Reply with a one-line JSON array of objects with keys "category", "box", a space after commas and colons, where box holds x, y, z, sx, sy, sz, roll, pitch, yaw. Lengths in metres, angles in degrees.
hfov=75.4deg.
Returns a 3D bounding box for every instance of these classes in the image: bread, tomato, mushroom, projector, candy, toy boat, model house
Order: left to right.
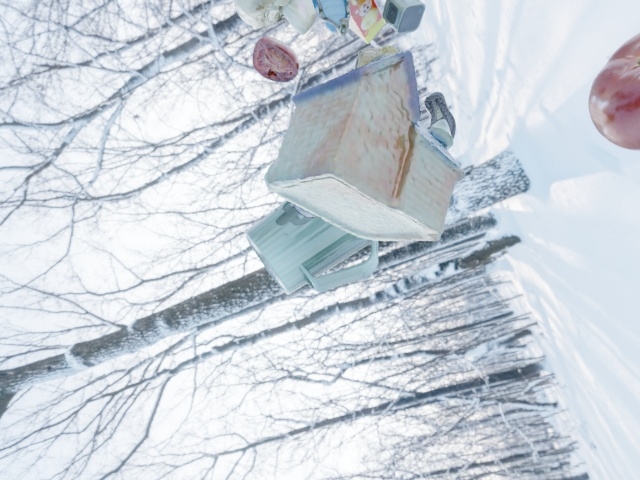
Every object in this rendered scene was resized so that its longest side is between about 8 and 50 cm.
[{"category": "tomato", "box": [-0.146, -0.636, 1.454, 0.174, 0.166, 0.082, 29, -117, -2]}, {"category": "mushroom", "box": [-0.103, -0.631, 1.056, 0.260, 0.253, 0.234, -45, -76, -32]}, {"category": "toy boat", "box": [0.022, -0.522, 0.878, 0.077, 0.075, 0.186, -169, 65, -84]}, {"category": "candy", "box": [0.081, -0.709, 1.199, 0.146, 0.088, 0.276, 50, -166, 24]}, {"category": "model house", "box": [0.103, -0.175, 0.768, 0.312, 0.245, 0.281, 26, -106, -34]}, {"category": "bread", "box": [0.223, -0.625, 1.531, 0.196, 0.246, 0.176, -65, -20, -65]}, {"category": "projector", "box": [0.238, -0.654, 1.184, 0.082, 0.083, 0.083, 59, 156, 25]}, {"category": "tomato", "box": [0.731, -0.321, 0.863, 0.226, 0.299, 0.299, 30, -148, -15]}]

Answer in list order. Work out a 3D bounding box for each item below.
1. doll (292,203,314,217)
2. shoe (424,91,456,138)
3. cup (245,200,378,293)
[{"category": "doll", "box": [-0.013, -0.173, 1.010, 0.228, 0.153, 0.259, 90, -167, -47]}, {"category": "shoe", "box": [0.356, -0.342, 1.213, 0.077, 0.074, 0.195, 41, -143, -55]}, {"category": "cup", "box": [-0.013, -0.020, 1.407, 0.310, 0.392, 0.401, 59, 166, -23]}]
